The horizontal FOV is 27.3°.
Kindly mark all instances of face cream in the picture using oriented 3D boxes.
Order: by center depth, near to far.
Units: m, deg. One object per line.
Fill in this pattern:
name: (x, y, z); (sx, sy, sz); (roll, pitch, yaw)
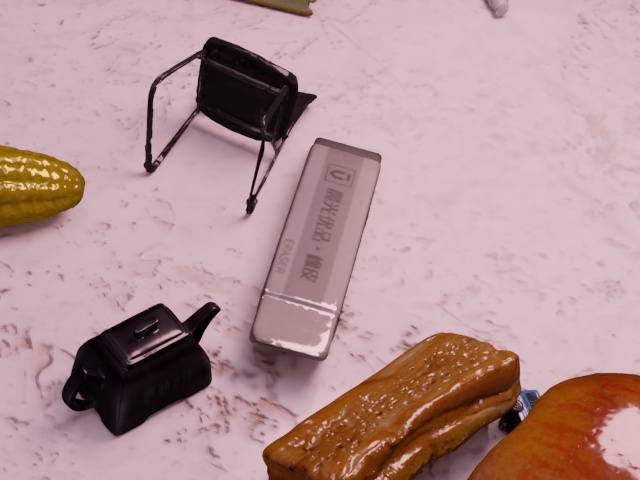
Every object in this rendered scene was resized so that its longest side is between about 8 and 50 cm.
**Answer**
face cream: (0.235, -0.362, 1.838); (0.034, 0.034, 0.130); (-3, 50, -15)

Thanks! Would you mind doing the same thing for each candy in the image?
candy: (-0.348, -0.057, 1.394); (0.199, 0.094, 0.106); (2, 12, -20)

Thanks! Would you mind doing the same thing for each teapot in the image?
teapot: (-0.172, 0.110, 1.280); (0.177, 0.096, 0.087); (-27, 59, -31)

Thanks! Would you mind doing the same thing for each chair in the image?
chair: (-0.089, -0.165, 1.514); (0.140, 0.145, 0.221); (24, 47, 8)

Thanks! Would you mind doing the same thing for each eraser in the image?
eraser: (0.000, 0.000, 1.442); (0.089, 0.061, 0.352); (15, 48, 1)

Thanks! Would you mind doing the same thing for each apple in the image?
apple: (0.236, 0.255, 1.122); (0.301, 0.301, 0.301); (6, 48, -7)

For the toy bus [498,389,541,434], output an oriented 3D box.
toy bus: (0.214, 0.193, 1.332); (0.046, 0.038, 0.083); (-5, 51, -20)

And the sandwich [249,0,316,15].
sandwich: (-0.072, -0.393, 1.713); (0.198, 0.155, 0.227); (40, 52, 22)

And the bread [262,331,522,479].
bread: (0.070, 0.177, 1.276); (0.139, 0.077, 0.271); (12, 34, 44)
